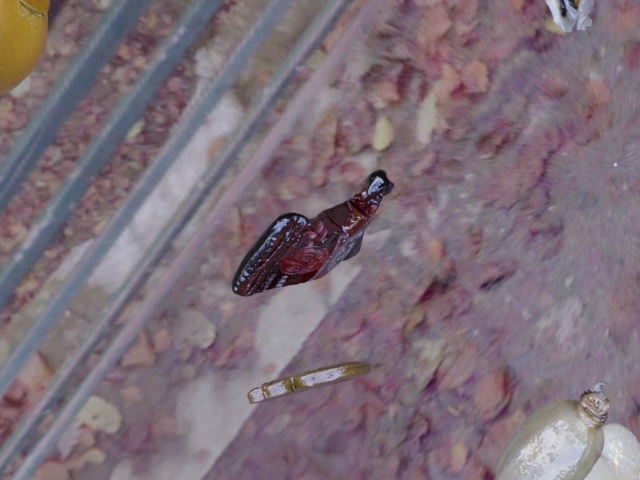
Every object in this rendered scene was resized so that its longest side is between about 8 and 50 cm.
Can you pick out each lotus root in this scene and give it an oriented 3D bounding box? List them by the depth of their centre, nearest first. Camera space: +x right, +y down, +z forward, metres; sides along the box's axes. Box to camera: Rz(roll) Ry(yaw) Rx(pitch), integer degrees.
[{"bbox_3d":[0.197,0.181,1.009,0.062,0.073,0.150,24,118,-23],"label":"lotus root"}]

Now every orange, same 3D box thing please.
[{"bbox_3d":[-0.311,-0.200,1.034,0.155,0.154,0.134,15,56,13],"label":"orange"}]

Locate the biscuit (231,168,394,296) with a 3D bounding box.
[{"bbox_3d":[0.002,-0.004,1.517,0.063,0.235,0.151,48,131,15],"label":"biscuit"}]

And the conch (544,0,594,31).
[{"bbox_3d":[0.341,-0.462,1.665,0.186,0.263,0.324,-34,107,9],"label":"conch"}]

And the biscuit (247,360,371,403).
[{"bbox_3d":[-0.016,0.191,1.622,0.175,0.124,0.026,-16,80,14],"label":"biscuit"}]

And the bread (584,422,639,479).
[{"bbox_3d":[0.344,0.376,1.416,0.054,0.316,0.316,6,96,42],"label":"bread"}]
